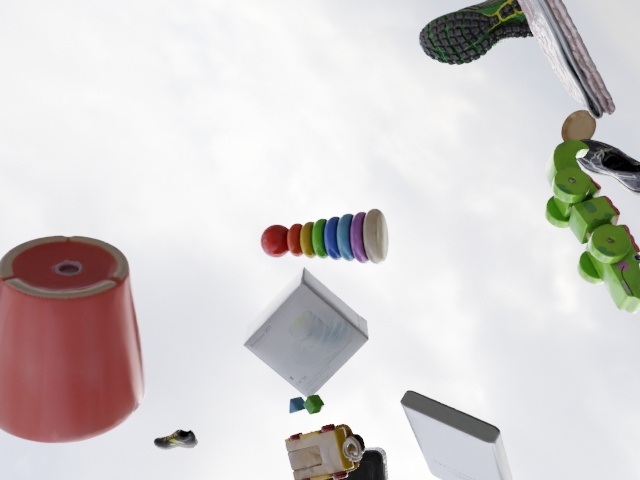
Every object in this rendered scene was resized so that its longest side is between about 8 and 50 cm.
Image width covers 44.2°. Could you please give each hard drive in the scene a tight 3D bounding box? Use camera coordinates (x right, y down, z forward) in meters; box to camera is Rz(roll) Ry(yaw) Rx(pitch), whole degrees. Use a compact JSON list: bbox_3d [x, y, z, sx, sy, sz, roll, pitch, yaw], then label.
[{"bbox_3d":[0.283,0.427,1.581,0.040,0.203,0.307,-52,-39,-26],"label":"hard drive"}]

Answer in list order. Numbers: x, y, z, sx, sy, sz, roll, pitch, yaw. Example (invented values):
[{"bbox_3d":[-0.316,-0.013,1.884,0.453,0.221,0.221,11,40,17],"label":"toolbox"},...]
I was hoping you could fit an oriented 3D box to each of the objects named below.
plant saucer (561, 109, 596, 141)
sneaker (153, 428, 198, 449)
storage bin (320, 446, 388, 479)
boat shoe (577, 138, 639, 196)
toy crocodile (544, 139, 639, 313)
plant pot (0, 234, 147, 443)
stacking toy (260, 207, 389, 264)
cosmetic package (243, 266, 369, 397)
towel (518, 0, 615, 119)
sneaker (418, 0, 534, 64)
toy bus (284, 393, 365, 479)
[{"bbox_3d":[0.560,-0.240,1.698,0.015,0.083,0.083,15,-135,-41],"label":"plant saucer"},{"bbox_3d":[-0.273,0.371,1.485,0.031,0.083,0.035,-96,3,-62],"label":"sneaker"},{"bbox_3d":[0.071,0.570,1.916,0.084,0.180,0.122,45,-139,-76],"label":"storage bin"},{"bbox_3d":[0.578,-0.161,1.555,0.206,0.075,0.065,47,174,47],"label":"boat shoe"},{"bbox_3d":[0.487,-0.029,1.394,0.115,0.105,0.340,80,171,-57],"label":"toy crocodile"},{"bbox_3d":[-0.405,0.141,1.255,0.275,0.243,0.275,8,-153,-4],"label":"plant pot"},{"bbox_3d":[0.000,0.000,2.003,0.141,0.330,0.141,-4,-90,-70],"label":"stacking toy"},{"bbox_3d":[-0.035,0.231,1.977,0.225,0.224,0.138,41,-168,-9],"label":"cosmetic package"},{"bbox_3d":[0.488,-0.423,1.635,0.332,0.053,0.317,57,-164,-15],"label":"towel"},{"bbox_3d":[0.418,-0.543,1.996,0.146,0.343,0.134,-79,-26,-63],"label":"sneaker"},{"bbox_3d":[0.025,0.396,1.491,0.104,0.191,0.202,-4,-151,-42],"label":"toy bus"}]
